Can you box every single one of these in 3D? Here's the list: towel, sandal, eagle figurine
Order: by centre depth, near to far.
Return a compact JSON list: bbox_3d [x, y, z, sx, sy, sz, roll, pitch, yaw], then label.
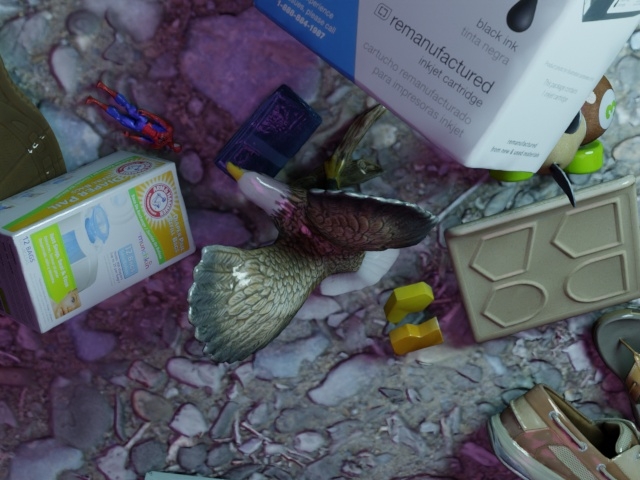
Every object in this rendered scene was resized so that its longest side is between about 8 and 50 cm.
[{"bbox_3d":[-0.011,-0.003,1.005,0.225,0.298,0.226,6,115,-5],"label":"eagle figurine"},{"bbox_3d":[-0.058,-0.111,1.102,0.067,0.029,0.119,37,109,-18],"label":"towel"},{"bbox_3d":[0.408,0.176,1.232,0.090,0.060,0.219,-22,114,8],"label":"sandal"}]

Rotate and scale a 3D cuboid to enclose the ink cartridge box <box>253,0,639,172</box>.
[{"bbox_3d":[0.163,-0.300,0.871,0.285,0.166,0.394,41,113,25],"label":"ink cartridge box"}]

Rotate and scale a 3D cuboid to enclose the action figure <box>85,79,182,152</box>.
[{"bbox_3d":[-0.203,-0.131,1.091,0.115,0.030,0.038,32,105,-17],"label":"action figure"}]

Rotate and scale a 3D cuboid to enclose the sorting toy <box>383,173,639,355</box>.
[{"bbox_3d":[0.215,0.036,1.141,0.307,0.041,0.229,-16,138,6],"label":"sorting toy"}]

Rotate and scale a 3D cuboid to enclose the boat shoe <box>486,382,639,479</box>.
[{"bbox_3d":[0.366,0.289,1.254,0.324,0.123,0.116,31,109,-16],"label":"boat shoe"}]

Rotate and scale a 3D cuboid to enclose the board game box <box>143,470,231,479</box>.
[{"bbox_3d":[-0.147,0.471,1.339,0.224,0.097,0.303,8,116,-5],"label":"board game box"}]

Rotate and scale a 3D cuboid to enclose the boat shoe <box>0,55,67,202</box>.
[{"bbox_3d":[-0.375,-0.122,1.055,0.110,0.121,0.341,6,125,35],"label":"boat shoe"}]

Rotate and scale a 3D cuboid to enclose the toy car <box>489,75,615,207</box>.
[{"bbox_3d":[0.246,-0.117,1.019,0.149,0.188,0.155,-7,115,2],"label":"toy car"}]

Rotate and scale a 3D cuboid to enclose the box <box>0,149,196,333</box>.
[{"bbox_3d":[-0.249,-0.006,1.048,0.203,0.103,0.114,-30,121,-37],"label":"box"}]
